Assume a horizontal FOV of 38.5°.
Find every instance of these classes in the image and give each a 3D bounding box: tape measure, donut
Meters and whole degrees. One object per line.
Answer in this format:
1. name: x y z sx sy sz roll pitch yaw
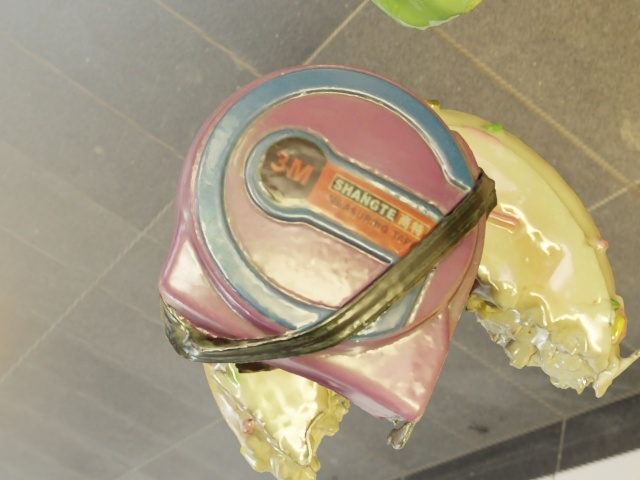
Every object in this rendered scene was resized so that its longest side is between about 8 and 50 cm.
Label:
1. tape measure: 0.000 0.000 0.680 0.231 0.245 0.149 27 167 -2
2. donut: 0.068 0.039 0.831 0.371 0.307 0.150 -19 174 -6

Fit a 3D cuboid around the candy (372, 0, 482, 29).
1. candy: 0.026 -0.330 0.728 0.132 0.142 0.343 -15 124 47
